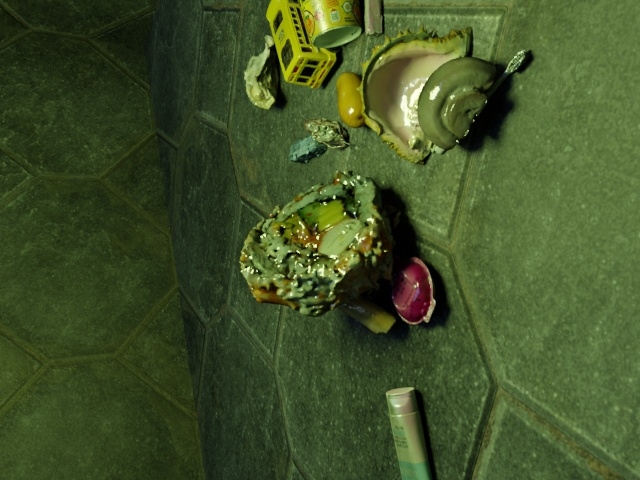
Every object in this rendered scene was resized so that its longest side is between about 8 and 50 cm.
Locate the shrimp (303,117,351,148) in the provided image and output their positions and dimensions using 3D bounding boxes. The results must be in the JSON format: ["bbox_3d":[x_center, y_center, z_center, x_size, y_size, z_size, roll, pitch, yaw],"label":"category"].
[{"bbox_3d":[0.023,-0.299,1.579,0.190,0.073,0.075,42,114,35],"label":"shrimp"}]

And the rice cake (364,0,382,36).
[{"bbox_3d":[0.129,-0.618,1.417,0.036,0.047,0.207,173,96,-66],"label":"rice cake"}]

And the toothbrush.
[{"bbox_3d":[0.314,-0.267,1.128,0.024,0.026,0.288,39,139,0],"label":"toothbrush"}]

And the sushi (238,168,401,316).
[{"bbox_3d":[0.002,-0.003,1.365,0.417,0.417,0.176,41,166,52],"label":"sushi"}]

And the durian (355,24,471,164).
[{"bbox_3d":[0.174,-0.336,1.213,0.186,0.195,0.305,-113,34,-45],"label":"durian"}]

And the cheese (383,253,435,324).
[{"bbox_3d":[0.197,0.099,1.304,0.244,0.062,0.155,50,130,54],"label":"cheese"}]

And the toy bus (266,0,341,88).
[{"bbox_3d":[-0.061,-0.619,1.641,0.145,0.151,0.331,-47,52,53],"label":"toy bus"}]

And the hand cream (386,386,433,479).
[{"bbox_3d":[0.209,0.502,1.291,0.111,0.070,0.312,-22,76,56],"label":"hand cream"}]

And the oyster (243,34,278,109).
[{"bbox_3d":[-0.194,-0.571,1.927,0.275,0.100,0.271,-169,82,-72],"label":"oyster"}]

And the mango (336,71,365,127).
[{"bbox_3d":[0.086,-0.372,1.467,0.102,0.084,0.184,122,147,-49],"label":"mango"}]

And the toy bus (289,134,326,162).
[{"bbox_3d":[-0.039,-0.281,1.717,0.166,0.047,0.065,-11,77,58],"label":"toy bus"}]

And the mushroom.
[{"bbox_3d":[0.255,-0.278,1.114,0.141,0.117,0.188,-67,0,-63],"label":"mushroom"}]

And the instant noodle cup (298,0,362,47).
[{"bbox_3d":[0.030,-0.601,1.479,0.182,0.182,0.144,-14,88,59],"label":"instant noodle cup"}]

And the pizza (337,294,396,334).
[{"bbox_3d":[0.063,0.147,1.451,0.365,0.182,0.074,27,89,50],"label":"pizza"}]
